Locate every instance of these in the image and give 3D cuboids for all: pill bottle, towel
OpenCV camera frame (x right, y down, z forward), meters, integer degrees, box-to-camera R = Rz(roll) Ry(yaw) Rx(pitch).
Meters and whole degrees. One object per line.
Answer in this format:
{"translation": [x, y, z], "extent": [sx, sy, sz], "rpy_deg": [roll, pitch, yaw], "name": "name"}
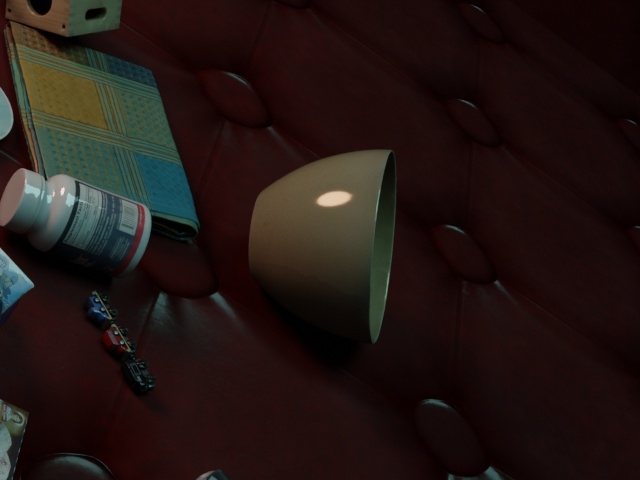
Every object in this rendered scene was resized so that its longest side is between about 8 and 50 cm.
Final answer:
{"translation": [-0.324, -0.027, 1.848], "extent": [0.180, 0.108, 0.108], "rpy_deg": [22, 36, -29], "name": "pill bottle"}
{"translation": [-0.328, -0.164, 2.089], "extent": [0.271, 0.040, 0.370], "rpy_deg": [17, 37, -37], "name": "towel"}

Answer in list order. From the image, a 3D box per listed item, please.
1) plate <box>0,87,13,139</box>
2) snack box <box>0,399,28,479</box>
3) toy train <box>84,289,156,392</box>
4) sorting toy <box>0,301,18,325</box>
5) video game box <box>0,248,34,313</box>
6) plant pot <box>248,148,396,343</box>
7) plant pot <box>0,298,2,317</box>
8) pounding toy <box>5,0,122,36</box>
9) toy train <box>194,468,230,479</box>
{"translation": [-0.511, -0.195, 1.932], "extent": [0.188, 0.024, 0.188], "rpy_deg": [30, 32, -21], "name": "plate"}
{"translation": [-0.367, 0.244, 1.541], "extent": [0.064, 0.022, 0.178], "rpy_deg": [28, 34, -19], "name": "snack box"}
{"translation": [-0.261, 0.129, 1.804], "extent": [0.036, 0.027, 0.158], "rpy_deg": [-12, 60, -41], "name": "toy train"}
{"translation": [-0.516, -0.020, 1.653], "extent": [0.365, 0.127, 0.126], "rpy_deg": [30, 10, -14], "name": "sorting toy"}
{"translation": [-0.455, 0.038, 1.554], "extent": [0.187, 0.048, 0.205], "rpy_deg": [-43, 96, -18], "name": "video game box"}
{"translation": [0.000, 0.000, 2.066], "extent": [0.191, 0.284, 0.284], "rpy_deg": [6, 32, 8], "name": "plant pot"}
{"translation": [-0.475, 0.135, 1.347], "extent": [0.255, 0.271, 0.271], "rpy_deg": [22, 33, -5], "name": "plant pot"}
{"translation": [-0.444, -0.375, 2.176], "extent": [0.206, 0.094, 0.181], "rpy_deg": [19, 22, 25], "name": "pounding toy"}
{"translation": [-0.067, 0.416, 1.543], "extent": [0.190, 0.142, 0.334], "rpy_deg": [-32, 79, -30], "name": "toy train"}
